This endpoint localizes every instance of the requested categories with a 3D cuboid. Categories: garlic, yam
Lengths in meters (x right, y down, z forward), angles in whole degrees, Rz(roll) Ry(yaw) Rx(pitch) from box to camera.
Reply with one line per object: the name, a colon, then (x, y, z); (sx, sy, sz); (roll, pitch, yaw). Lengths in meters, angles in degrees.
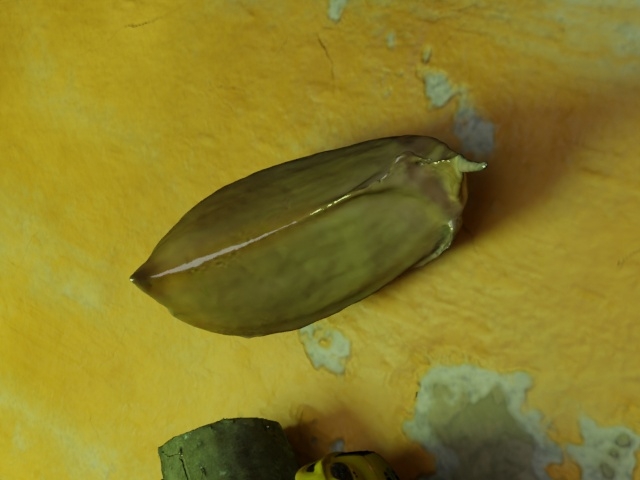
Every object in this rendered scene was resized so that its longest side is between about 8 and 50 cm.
garlic: (0.015, -0.006, 0.742); (0.338, 0.196, 0.151); (-17, 94, 28)
yam: (-0.064, 0.280, 0.801); (0.154, 0.154, 0.254); (-41, 52, 29)

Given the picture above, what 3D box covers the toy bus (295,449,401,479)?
toy bus: (0.103, 0.312, 0.697); (0.151, 0.145, 0.331); (-29, 73, 9)
